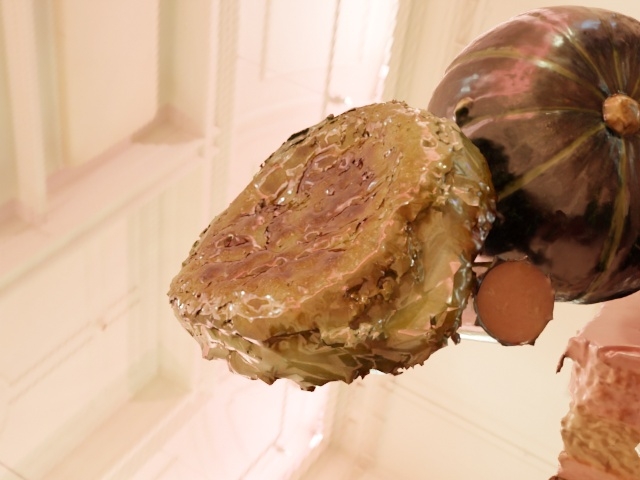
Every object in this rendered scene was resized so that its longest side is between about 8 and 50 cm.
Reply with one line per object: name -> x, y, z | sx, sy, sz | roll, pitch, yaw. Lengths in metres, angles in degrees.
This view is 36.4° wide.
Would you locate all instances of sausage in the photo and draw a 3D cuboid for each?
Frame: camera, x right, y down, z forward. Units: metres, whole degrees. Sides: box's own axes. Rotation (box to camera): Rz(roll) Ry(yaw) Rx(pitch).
sausage -> 0.099, 0.056, 0.967 | 0.082, 0.082, 0.371 | -60, 15, -11

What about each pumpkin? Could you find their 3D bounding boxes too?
pumpkin -> 0.260, -0.089, 1.023 | 0.323, 0.323, 0.241 | -53, -5, -27

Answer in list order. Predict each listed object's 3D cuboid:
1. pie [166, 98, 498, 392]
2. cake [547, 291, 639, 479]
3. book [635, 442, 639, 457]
pie -> 0.000, 0.000, 0.870 | 0.288, 0.354, 0.103 | -49, -55, -24
cake -> 0.520, 0.258, 1.448 | 0.314, 0.293, 0.307 | -33, -54, -59
book -> 0.425, 0.145, 0.900 | 0.232, 0.162, 0.022 | -58, 19, 28
